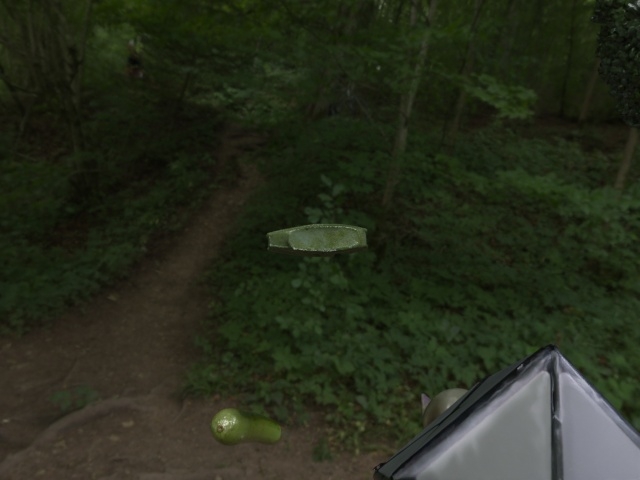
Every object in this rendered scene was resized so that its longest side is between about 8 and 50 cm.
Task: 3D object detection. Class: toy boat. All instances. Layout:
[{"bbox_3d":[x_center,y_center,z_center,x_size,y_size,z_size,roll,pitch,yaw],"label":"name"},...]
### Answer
[{"bbox_3d":[0.000,0.000,1.391,0.292,0.093,0.055,-2,-3,-15],"label":"toy boat"}]

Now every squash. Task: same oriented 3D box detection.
[{"bbox_3d":[-0.175,0.439,1.181,0.083,0.083,0.250,22,-13,28],"label":"squash"}]

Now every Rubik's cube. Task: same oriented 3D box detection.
[{"bbox_3d":[0.276,0.373,0.703,0.305,0.310,0.307,51,-11,20],"label":"Rubik's cube"}]

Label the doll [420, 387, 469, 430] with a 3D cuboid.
[{"bbox_3d":[0.400,0.439,1.191,0.215,0.370,0.226,51,38,-4],"label":"doll"}]

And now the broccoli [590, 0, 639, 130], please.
[{"bbox_3d":[0.476,-0.237,0.599,0.375,0.301,0.249,61,-24,24],"label":"broccoli"}]
